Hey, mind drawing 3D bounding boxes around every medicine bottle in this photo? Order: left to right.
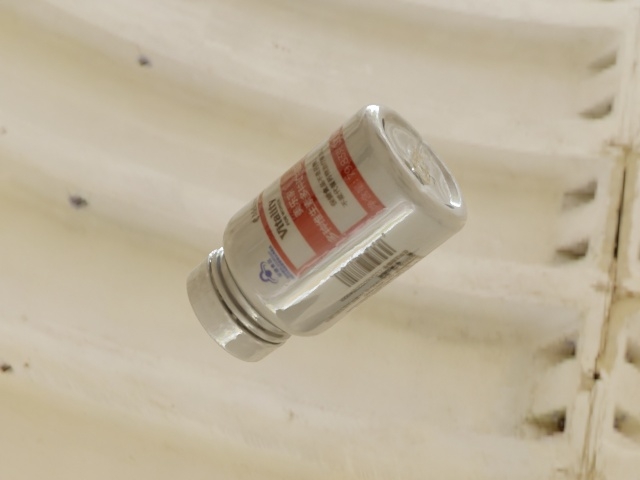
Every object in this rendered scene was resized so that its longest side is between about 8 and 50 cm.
[{"bbox_3d":[0.000,0.000,0.629,0.140,0.079,0.079,-38,-131,22],"label":"medicine bottle"}]
